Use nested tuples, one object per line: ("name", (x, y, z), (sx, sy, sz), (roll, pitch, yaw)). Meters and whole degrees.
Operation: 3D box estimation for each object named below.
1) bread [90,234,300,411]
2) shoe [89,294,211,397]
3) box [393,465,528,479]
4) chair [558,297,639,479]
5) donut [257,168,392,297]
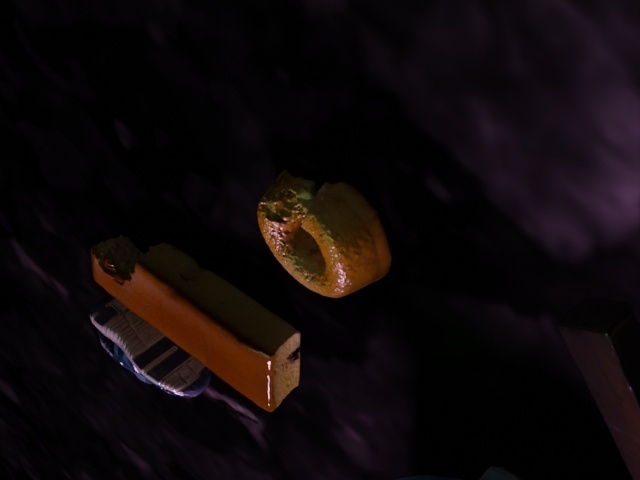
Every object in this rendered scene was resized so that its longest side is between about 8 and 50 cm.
("bread", (-0.113, 0.057, 1.064), (0.226, 0.049, 0.088), (33, 147, 25))
("shoe", (-0.163, 0.109, 1.174), (0.143, 0.064, 0.071), (34, 146, 28))
("box", (0.103, 0.347, 0.932), (0.206, 0.262, 0.291), (70, -172, -60))
("chair", (0.306, 0.159, 0.498), (0.241, 0.203, 0.416), (6, 131, 53))
("donut", (0.000, 0.000, 0.861), (0.108, 0.043, 0.097), (9, 132, 53))
